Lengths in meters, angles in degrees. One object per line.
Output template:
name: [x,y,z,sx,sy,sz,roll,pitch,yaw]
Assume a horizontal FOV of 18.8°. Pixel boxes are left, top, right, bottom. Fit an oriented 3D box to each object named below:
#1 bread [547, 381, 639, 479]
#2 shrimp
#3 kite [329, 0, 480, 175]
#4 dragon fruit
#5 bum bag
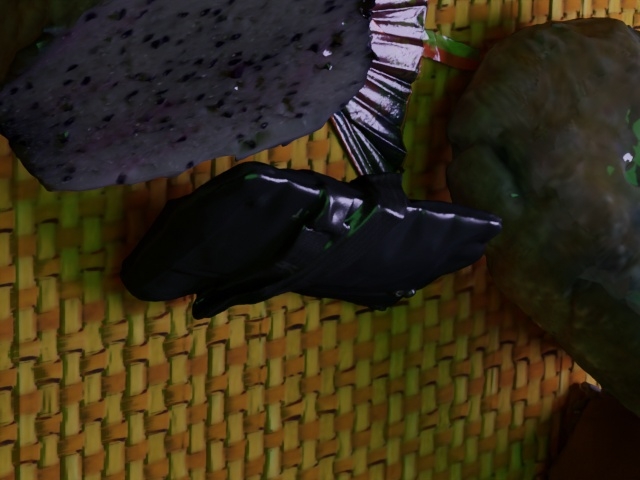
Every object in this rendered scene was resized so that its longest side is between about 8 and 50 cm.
bread: [0.221,0.235,1.409,0.107,0.136,0.241,18,90,-44]
shrimp: [0.263,0.035,1.304,0.221,0.110,0.446,-43,95,-19]
kite: [0.046,-0.140,1.231,0.183,0.014,0.241,11,93,-44]
dragon fruit: [-0.094,-0.166,0.973,0.221,0.204,0.283,-24,162,-7]
bum bag: [0.000,0.000,1.169,0.248,0.123,0.060,2,56,-48]
